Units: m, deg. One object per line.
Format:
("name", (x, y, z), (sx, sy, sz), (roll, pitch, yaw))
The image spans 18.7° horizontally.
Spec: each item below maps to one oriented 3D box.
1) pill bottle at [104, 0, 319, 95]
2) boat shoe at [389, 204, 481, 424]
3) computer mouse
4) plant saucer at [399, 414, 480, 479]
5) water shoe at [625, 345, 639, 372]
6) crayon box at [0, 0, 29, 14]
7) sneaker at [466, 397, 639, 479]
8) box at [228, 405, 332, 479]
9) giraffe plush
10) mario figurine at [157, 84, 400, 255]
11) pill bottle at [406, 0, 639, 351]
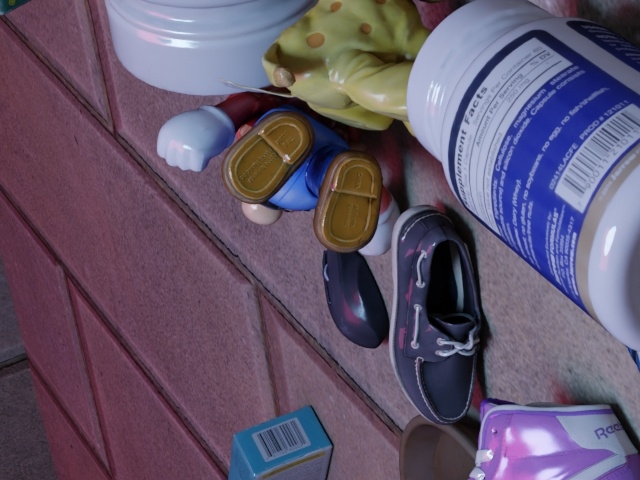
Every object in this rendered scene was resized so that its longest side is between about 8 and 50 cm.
("pill bottle", (-0.096, -0.328, 1.560), (0.224, 0.224, 0.392), (49, 152, 45))
("boat shoe", (0.102, 0.074, 1.669), (0.065, 0.075, 0.206), (-141, 40, -61))
("computer mouse", (0.000, 0.000, 1.921), (0.242, 0.041, 0.071), (64, 161, 18))
("plant saucer", (0.155, 0.285, 1.794), (0.278, 0.041, 0.278), (54, 156, 39))
("water shoe", (0.240, 0.059, 1.317), (0.080, 0.073, 0.203), (58, -173, -69))
("crayon box", (-0.189, -0.356, 1.691), (0.081, 0.318, 0.202), (32, 142, 34))
("sneaker", (0.134, 0.215, 1.550), (0.282, 0.102, 0.161), (-28, 74, 28))
("box", (-0.053, 0.289, 2.273), (0.060, 0.100, 0.244), (60, 159, 28))
("giraffe plush", (0.045, -0.177, 1.472), (0.181, 0.210, 0.170), (167, 116, -85))
("mario figurine", (-0.028, -0.047, 1.676), (0.320, 0.170, 0.198), (-105, -10, -80))
("pill bottle", (0.170, -0.052, 1.233), (0.265, 0.153, 0.153), (46, 150, 51))
